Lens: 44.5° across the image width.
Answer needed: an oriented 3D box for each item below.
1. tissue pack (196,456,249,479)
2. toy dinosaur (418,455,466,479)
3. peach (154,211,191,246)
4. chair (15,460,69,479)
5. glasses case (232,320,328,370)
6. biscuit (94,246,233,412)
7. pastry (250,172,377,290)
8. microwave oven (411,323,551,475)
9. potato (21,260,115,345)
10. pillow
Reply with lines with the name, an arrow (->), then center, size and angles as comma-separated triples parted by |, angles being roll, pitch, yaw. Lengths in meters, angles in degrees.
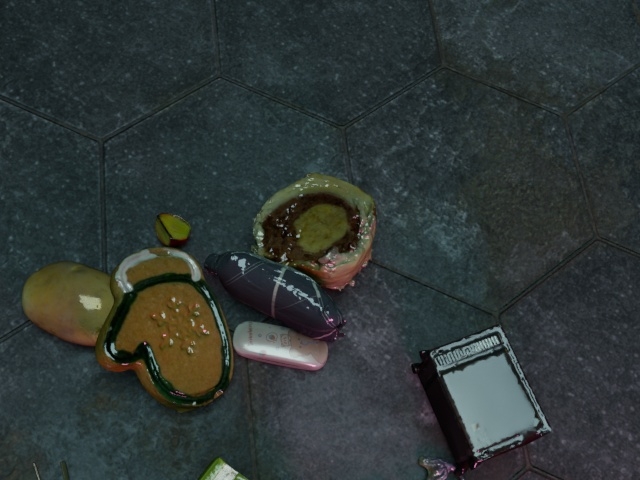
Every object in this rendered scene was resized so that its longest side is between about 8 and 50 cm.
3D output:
tissue pack -> -0.212, 0.562, 1.429 | 0.167, 0.200, 0.274 | 34, 68, 9
toy dinosaur -> 0.264, 0.568, 1.547 | 0.162, 0.077, 0.294 | -26, 73, -18
peach -> -0.332, -0.019, 1.729 | 0.083, 0.050, 0.077 | 25, 44, -6
chair -> -0.504, 0.531, 1.472 | 0.095, 0.104, 0.221 | -34, 69, 9
glasses case -> -0.084, 0.223, 1.657 | 0.204, 0.051, 0.081 | 11, 60, -5
biscuit -> -0.317, 0.178, 1.574 | 0.287, 0.057, 0.343 | -11, 75, -42
pastry -> -0.004, -0.007, 1.701 | 0.256, 0.170, 0.236 | 15, 57, 24
microwave oven -> 0.319, 0.325, 1.592 | 0.178, 0.188, 0.247 | -18, 71, -12
potato -> -0.500, 0.124, 1.614 | 0.234, 0.146, 0.150 | 21, 34, 2
pillow -> -0.095, 0.111, 1.629 | 0.335, 0.161, 0.092 | 26, 60, 12
